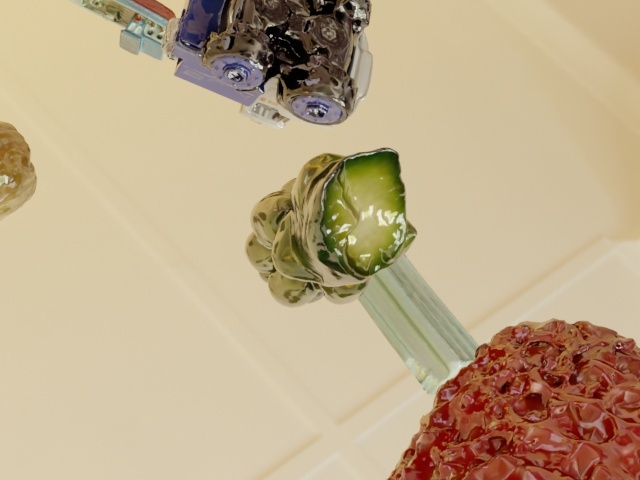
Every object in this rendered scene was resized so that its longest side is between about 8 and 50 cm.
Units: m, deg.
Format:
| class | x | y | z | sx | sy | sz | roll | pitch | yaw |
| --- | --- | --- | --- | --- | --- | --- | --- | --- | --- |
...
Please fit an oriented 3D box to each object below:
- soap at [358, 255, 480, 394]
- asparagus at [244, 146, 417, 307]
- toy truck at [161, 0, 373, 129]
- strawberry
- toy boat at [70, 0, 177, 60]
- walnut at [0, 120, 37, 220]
| class | x | y | z | sx | sy | sz | roll | pitch | yaw |
| --- | --- | --- | --- | --- | --- | --- | --- | --- | --- |
| soap | 0.110 | 0.092 | 1.446 | 0.198 | 0.063 | 0.114 | 53 | -161 | 21 |
| asparagus | 0.000 | 0.000 | 0.644 | 0.080 | 0.287 | 0.080 | 0 | -91 | -12 |
| toy truck | -0.057 | -0.196 | 1.263 | 0.213 | 0.177 | 0.161 | 22 | -121 | -19 |
| strawberry | 0.124 | 0.118 | 0.589 | 0.234 | 0.234 | 0.178 | 16 | -123 | -9 |
| toy boat | -0.247 | -0.279 | 1.462 | 0.173 | 0.069 | 0.058 | 29 | -108 | -4 |
| walnut | -0.245 | -0.042 | 0.816 | 0.096 | 0.079 | 0.082 | -28 | -130 | -30 |
